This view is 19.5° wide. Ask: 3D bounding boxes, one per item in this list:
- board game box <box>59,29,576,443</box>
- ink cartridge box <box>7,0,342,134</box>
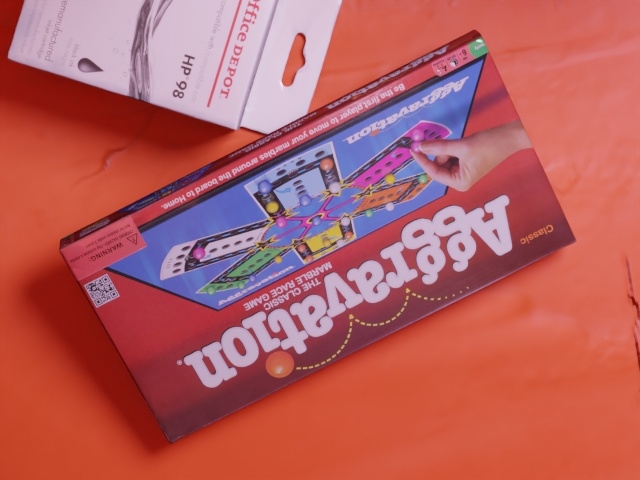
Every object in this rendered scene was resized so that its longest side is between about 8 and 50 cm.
[{"bbox_3d":[0.000,0.000,1.132,0.281,0.027,0.145,-27,109,2],"label":"board game box"},{"bbox_3d":[-0.085,-0.131,1.122,0.180,0.060,0.104,17,94,-1],"label":"ink cartridge box"}]
